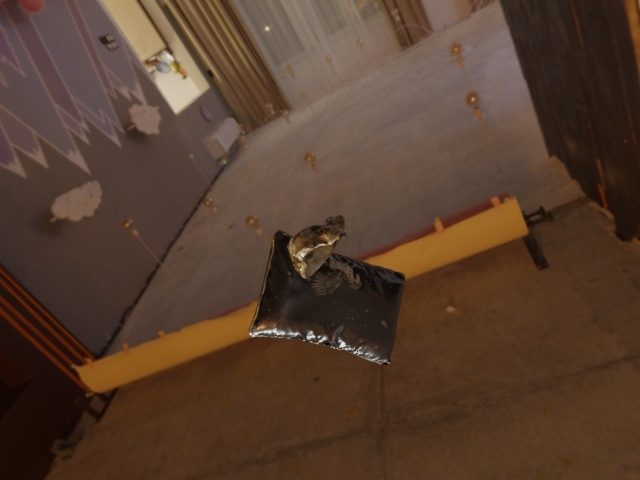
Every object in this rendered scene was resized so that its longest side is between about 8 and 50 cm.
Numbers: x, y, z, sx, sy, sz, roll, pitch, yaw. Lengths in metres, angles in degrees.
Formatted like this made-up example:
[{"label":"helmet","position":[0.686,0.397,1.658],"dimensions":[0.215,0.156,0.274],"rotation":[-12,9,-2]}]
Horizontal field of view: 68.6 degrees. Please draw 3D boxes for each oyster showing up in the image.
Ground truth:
[{"label":"oyster","position":[-0.002,0.002,0.357],"dimensions":[0.051,0.034,0.093],"rotation":[-41,173,-5]}]

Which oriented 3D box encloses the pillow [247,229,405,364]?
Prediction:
[{"label":"pillow","position":[0.018,0.080,0.633],"dimensions":[0.055,0.208,0.141],"rotation":[-179,-75,-70]}]
